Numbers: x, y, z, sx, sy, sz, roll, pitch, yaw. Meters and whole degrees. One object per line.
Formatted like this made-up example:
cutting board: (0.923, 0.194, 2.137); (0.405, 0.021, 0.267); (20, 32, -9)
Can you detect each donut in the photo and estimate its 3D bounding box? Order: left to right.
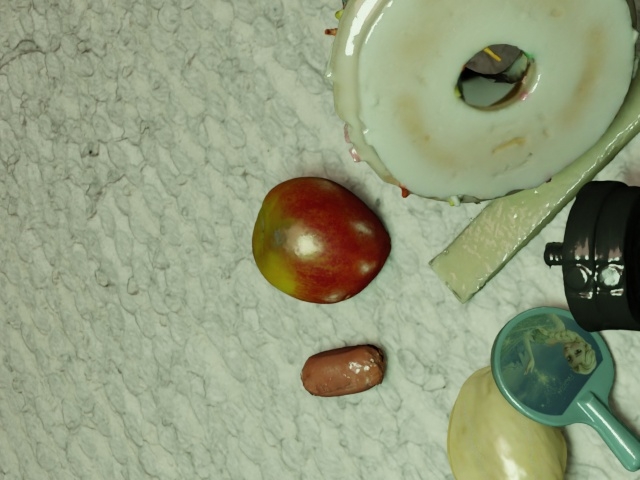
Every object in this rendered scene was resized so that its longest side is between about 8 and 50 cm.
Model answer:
donut: (0.188, -0.221, 1.267); (0.383, 0.382, 0.142); (-55, 26, 20)

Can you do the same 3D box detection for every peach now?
peach: (0.000, 0.000, 1.556); (0.190, 0.192, 0.190); (-164, 90, -74)

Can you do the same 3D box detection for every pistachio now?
pistachio: (0.233, 0.260, 1.356); (0.145, 0.117, 0.201); (-21, 74, -4)

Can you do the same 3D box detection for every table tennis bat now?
table tennis bat: (0.316, 0.187, 1.321); (0.149, 0.038, 0.237); (-36, 74, -16)

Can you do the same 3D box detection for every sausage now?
sausage: (0.033, 0.189, 1.542); (0.141, 0.076, 0.076); (-15, 78, 33)

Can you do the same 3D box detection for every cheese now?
cheese: (0.296, -0.075, 1.392); (0.400, 0.034, 0.085); (-48, 61, 24)

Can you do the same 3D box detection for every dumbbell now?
dumbbell: (0.434, 0.023, 1.192); (0.388, 0.185, 0.185); (2, 88, 37)

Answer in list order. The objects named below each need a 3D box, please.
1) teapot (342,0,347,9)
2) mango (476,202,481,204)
teapot: (0.105, -0.423, 1.428); (0.315, 0.233, 0.312); (54, 143, 23)
mango: (0.224, -0.112, 1.429); (0.077, 0.063, 0.127); (33, 104, 27)
